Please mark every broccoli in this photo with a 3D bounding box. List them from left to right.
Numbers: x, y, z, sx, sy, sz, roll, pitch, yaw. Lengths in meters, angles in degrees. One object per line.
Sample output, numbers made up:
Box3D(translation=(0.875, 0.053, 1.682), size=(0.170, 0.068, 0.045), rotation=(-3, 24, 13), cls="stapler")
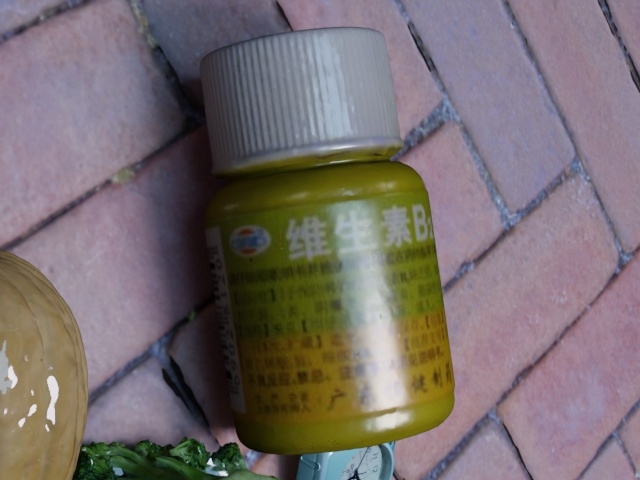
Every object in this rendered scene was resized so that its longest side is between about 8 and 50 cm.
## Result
Box3D(translation=(-0.115, 0.278, 1.026), size=(0.269, 0.241, 0.261), rotation=(2, 53, -35), cls="broccoli")

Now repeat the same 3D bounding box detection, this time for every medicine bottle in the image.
Box3D(translation=(0.000, 0.000, 1.152), size=(0.224, 0.224, 0.384), rotation=(-9, 90, -37), cls="medicine bottle")

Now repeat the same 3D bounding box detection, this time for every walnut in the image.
Box3D(translation=(-0.296, 0.131, 0.931), size=(0.225, 0.225, 0.261), rotation=(0, 90, -36), cls="walnut")

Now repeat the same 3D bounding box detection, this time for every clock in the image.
Box3D(translation=(0.037, 0.246, 1.249), size=(0.147, 0.045, 0.108), rotation=(-3, 109, -46), cls="clock")
